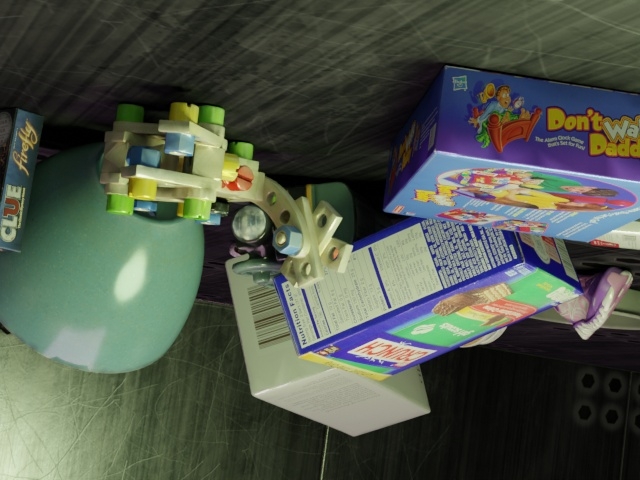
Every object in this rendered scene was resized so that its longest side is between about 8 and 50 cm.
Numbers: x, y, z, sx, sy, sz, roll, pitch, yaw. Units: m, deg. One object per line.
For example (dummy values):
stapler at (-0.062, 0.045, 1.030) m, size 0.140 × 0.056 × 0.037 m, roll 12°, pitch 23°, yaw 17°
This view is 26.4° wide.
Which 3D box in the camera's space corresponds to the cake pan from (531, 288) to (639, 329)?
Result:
cake pan at (0.480, 0.117, 2.500) m, size 0.293 × 0.054 × 0.293 m, roll 8°, pitch 172°, yaw 1°

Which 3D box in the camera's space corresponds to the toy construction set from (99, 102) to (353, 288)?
toy construction set at (-0.111, -0.062, 1.519) m, size 0.215 × 0.151 × 0.327 m, roll 0°, pitch 158°, yaw 43°

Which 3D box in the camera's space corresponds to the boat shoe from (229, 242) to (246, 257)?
boat shoe at (-0.117, 0.025, 2.501) m, size 0.100 × 0.035 × 0.035 m, roll 16°, pitch 173°, yaw -13°

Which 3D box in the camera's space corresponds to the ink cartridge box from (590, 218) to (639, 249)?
ink cartridge box at (0.381, -0.025, 1.539) m, size 0.150 × 0.063 × 0.109 m, roll 5°, pitch 172°, yaw 14°

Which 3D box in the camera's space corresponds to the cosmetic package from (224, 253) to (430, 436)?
cosmetic package at (0.023, 0.166, 2.245) m, size 0.161 × 0.230 × 0.453 m, roll -19°, pitch 159°, yaw 15°

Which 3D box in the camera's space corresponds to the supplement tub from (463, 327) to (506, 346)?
supplement tub at (0.221, 0.104, 2.326) m, size 0.144 × 0.144 × 0.199 m, roll 1°, pitch 169°, yaw 42°

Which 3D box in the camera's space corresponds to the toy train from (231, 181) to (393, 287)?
toy train at (0.000, 0.000, 1.873) m, size 0.190 × 0.142 × 0.334 m, roll -5°, pitch 169°, yaw 18°

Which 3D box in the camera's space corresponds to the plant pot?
plant pot at (-0.258, -0.010, 1.678) m, size 0.290 × 0.290 × 0.195 m, roll 13°, pitch 134°, yaw -31°

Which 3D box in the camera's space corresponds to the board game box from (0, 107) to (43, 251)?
board game box at (-0.436, -0.070, 1.653) m, size 0.243 × 0.165 × 0.042 m, roll 0°, pitch 169°, yaw 43°

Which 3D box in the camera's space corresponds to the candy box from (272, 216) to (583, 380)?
candy box at (0.142, 0.061, 1.751) m, size 0.317 × 0.122 × 0.268 m, roll -24°, pitch 160°, yaw 20°

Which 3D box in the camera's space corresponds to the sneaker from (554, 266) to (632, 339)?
sneaker at (0.435, 0.089, 2.243) m, size 0.104 × 0.095 × 0.236 m, roll 38°, pitch 165°, yaw 8°

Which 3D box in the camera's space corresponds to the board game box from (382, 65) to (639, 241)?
board game box at (0.199, -0.073, 1.320) m, size 0.233 × 0.078 × 0.347 m, roll 8°, pitch 172°, yaw -4°
